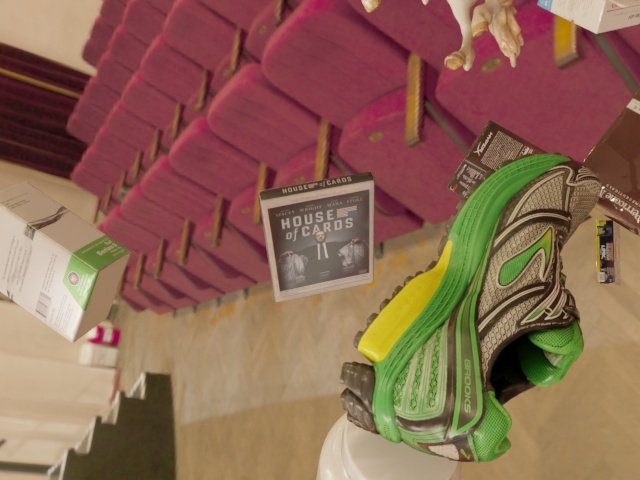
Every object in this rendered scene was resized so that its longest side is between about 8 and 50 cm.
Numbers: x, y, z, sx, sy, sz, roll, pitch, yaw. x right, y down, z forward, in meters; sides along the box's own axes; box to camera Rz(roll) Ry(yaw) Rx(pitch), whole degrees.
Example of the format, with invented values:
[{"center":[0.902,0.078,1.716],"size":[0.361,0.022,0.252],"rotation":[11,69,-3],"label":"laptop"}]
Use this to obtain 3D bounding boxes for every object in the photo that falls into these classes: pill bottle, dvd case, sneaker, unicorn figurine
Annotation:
[{"center":[0.064,0.244,0.658],"size":[0.245,0.136,0.136],"rotation":[95,170,-52],"label":"pill bottle"},{"center":[0.000,0.000,1.079],"size":[0.238,0.179,0.029],"rotation":[86,170,-46],"label":"dvd case"},{"center":[0.171,0.053,0.577],"size":[0.146,0.134,0.343],"rotation":[20,55,33],"label":"sneaker"},{"center":[0.065,-0.174,0.382],"size":[0.060,0.162,0.111],"rotation":[-6,63,37],"label":"unicorn figurine"}]

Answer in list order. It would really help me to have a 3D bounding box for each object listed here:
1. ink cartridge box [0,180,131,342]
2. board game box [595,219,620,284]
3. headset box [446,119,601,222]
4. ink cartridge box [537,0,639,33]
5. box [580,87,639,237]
[{"center":[-0.575,0.041,1.393],"size":[0.211,0.289,0.121],"rotation":[-60,-7,30],"label":"ink cartridge box"},{"center":[0.782,0.036,1.786],"size":[0.048,0.141,0.170],"rotation":[-2,85,32],"label":"board game box"},{"center":[0.442,-0.111,1.428],"size":[0.110,0.293,0.218],"rotation":[-58,-7,-9],"label":"headset box"},{"center":[0.470,-0.403,1.109],"size":[0.180,0.104,0.060],"rotation":[52,150,43],"label":"ink cartridge box"},{"center":[0.742,-0.217,1.444],"size":[0.191,0.143,0.381],"rotation":[40,103,28],"label":"box"}]
